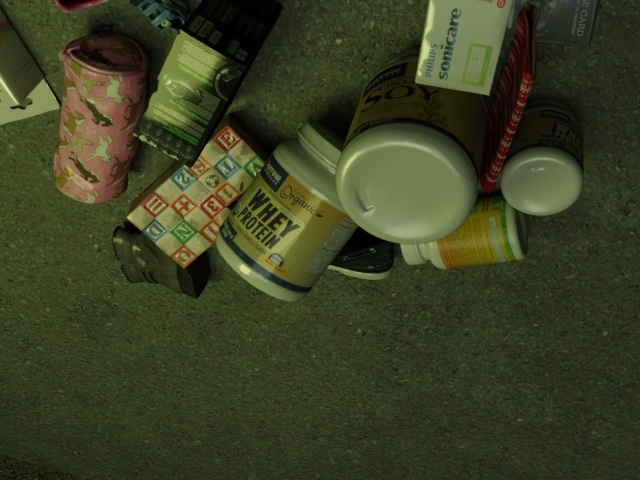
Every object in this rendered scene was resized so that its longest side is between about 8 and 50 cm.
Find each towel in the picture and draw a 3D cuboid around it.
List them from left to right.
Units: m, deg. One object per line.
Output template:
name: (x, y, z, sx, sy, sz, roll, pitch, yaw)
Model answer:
towel: (0.326, -0.241, 1.422, 0.031, 0.198, 0.274, 10, 140, 2)

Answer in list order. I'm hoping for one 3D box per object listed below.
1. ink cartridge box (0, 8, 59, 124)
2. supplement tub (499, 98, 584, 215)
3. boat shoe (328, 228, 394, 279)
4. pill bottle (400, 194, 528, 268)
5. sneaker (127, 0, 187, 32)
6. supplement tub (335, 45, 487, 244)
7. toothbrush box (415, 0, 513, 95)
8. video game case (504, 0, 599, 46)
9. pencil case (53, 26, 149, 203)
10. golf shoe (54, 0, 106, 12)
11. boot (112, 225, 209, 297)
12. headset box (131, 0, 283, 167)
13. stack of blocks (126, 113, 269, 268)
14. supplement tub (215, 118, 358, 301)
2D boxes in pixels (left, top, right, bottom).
ink cartridge box: (-0.734, -0.377, 1.701, 0.207, 0.119, 0.353, -10, 126, 24)
supplement tub: (0.407, -0.157, 1.491, 0.144, 0.199, 0.144, 8, 133, 9)
boat shoe: (0.000, 0.003, 1.809, 0.340, 0.127, 0.113, 12, 131, 5)
pill bottle: (0.297, -0.013, 1.695, 0.246, 0.136, 0.136, -8, 127, 23)
sneaker: (-0.302, -0.432, 1.517, 0.053, 0.059, 0.144, -22, 159, 36)
supplement tub: (0.171, -0.180, 1.453, 0.241, 0.331, 0.241, 8, 132, 9)
toothbrush box: (0.233, -0.389, 1.251, 0.122, 0.283, 0.206, 12, 132, 7)
video game case: (0.336, -0.434, 1.389, 0.274, 0.026, 0.196, 7, 132, 10)
pencil case: (-0.469, -0.249, 1.710, 0.167, 0.160, 0.386, 45, 138, 22)
golf shoe: (-0.358, -0.496, 1.470, 0.306, 0.140, 0.115, -19, 121, 29)
boot: (-0.400, -0.005, 1.940, 0.223, 0.118, 0.338, 12, 128, 15)
headset box: (-0.213, -0.310, 1.514, 0.131, 0.246, 0.283, 30, 131, -9)
stack of blocks: (-0.245, -0.103, 1.737, 0.297, 0.087, 0.171, -41, 112, 12)
supplement tub: (-0.039, -0.062, 1.636, 0.228, 0.228, 0.316, 33, 104, -13)
